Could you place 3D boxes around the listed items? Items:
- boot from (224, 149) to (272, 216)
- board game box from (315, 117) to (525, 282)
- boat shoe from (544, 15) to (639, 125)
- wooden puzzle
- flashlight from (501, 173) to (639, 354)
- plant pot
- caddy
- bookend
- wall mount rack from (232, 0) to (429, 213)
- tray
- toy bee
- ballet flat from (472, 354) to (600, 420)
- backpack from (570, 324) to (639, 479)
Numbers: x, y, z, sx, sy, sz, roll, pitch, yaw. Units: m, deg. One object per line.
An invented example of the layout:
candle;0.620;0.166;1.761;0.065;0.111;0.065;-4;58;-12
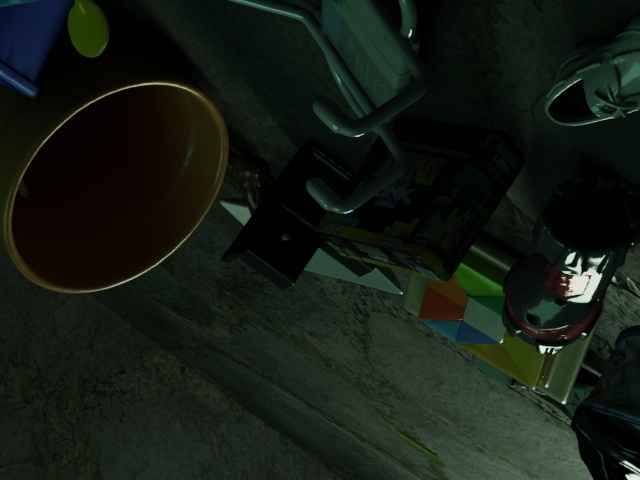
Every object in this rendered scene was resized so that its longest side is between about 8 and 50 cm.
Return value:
boot;-0.114;-0.081;2.236;0.114;0.037;0.106;26;141;22
board game box;0.091;-0.041;1.707;0.048;0.141;0.170;41;164;-32
boat shoe;0.217;-0.117;1.328;0.066;0.063;0.184;40;165;-19
wooden puzzle;0.191;0.080;2.007;0.221;0.044;0.239;31;154;15
flashlight;0.226;0.024;1.699;0.103;0.103;0.304;35;168;12
plant pot;-0.280;-0.113;2.105;0.203;0.291;0.291;45;175;37
caddy;-0.391;-0.248;1.860;0.241;0.179;0.341;30;178;10
bookend;0.000;0.000;2.020;0.156;0.157;0.072;37;166;-6
wall mount rack;-0.033;-0.190;1.545;0.304;0.130;0.350;55;169;13
tray;-0.010;-0.003;2.293;0.145;0.030;0.270;42;164;-31
toy bee;-0.230;-0.255;1.644;0.162;0.298;0.195;-5;120;21
ballet flat;0.295;0.173;2.139;0.250;0.058;0.084;28;125;8
backpack;0.369;0.180;1.666;0.263;0.213;0.276;23;157;14
